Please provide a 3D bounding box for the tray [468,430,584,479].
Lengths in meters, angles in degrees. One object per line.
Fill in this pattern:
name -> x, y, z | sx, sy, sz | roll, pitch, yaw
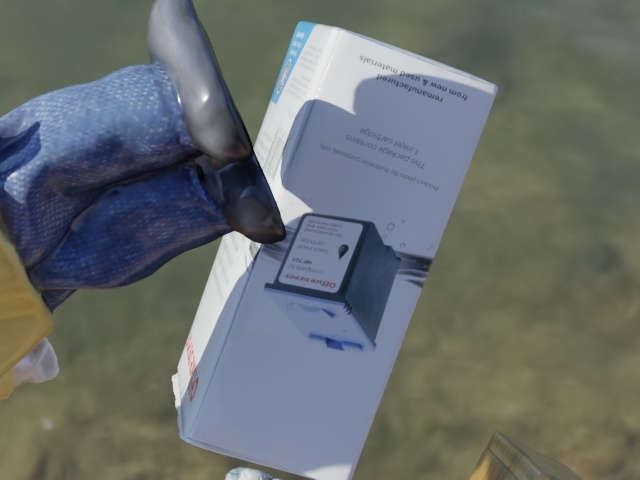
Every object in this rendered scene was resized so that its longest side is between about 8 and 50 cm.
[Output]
tray -> 0.079, 0.350, 1.175 | 0.076, 0.203, 0.411 | 28, 90, -3

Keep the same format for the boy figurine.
boy figurine -> -0.156, 0.015, 0.611 | 0.285, 0.177, 0.092 | -25, 55, 0

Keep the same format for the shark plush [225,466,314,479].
shark plush -> -0.028, 0.185, 0.965 | 0.067, 0.161, 0.073 | 8, 60, 0

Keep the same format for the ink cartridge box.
ink cartridge box -> 0.000, 0.000, 0.742 | 0.082, 0.190, 0.139 | 18, 7, -10
